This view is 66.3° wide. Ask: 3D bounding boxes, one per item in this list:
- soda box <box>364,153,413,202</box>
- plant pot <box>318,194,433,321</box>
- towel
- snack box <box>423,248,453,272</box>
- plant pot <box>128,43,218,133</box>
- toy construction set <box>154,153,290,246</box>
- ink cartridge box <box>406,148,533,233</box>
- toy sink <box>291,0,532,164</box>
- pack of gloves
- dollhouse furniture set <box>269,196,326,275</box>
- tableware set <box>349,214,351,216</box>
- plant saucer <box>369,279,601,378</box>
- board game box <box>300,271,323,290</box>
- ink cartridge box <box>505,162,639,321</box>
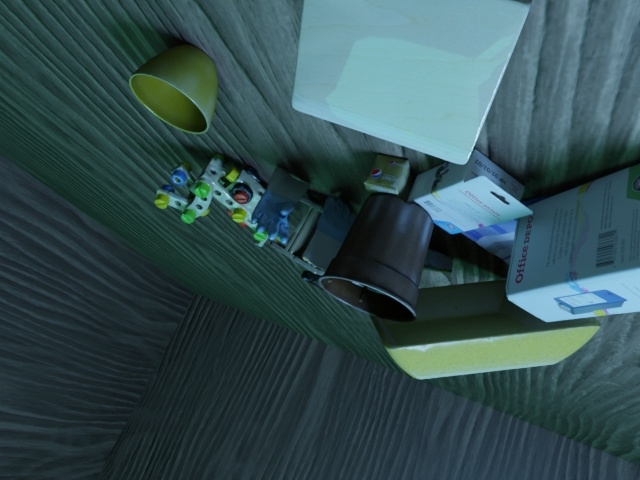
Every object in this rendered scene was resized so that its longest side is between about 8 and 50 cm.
[{"bbox_3d":[0.130,-0.073,0.866,0.058,0.061,0.181,16,160,24],"label":"soda box"},{"bbox_3d":[0.103,0.025,0.806,0.166,0.165,0.167,21,162,7],"label":"plant pot"},{"bbox_3d":[0.394,0.023,0.842,0.284,0.034,0.209,33,159,-22],"label":"towel"},{"bbox_3d":[0.204,0.041,1.077,0.141,0.037,0.100,3,168,45],"label":"snack box"},{"bbox_3d":[-0.215,-0.248,0.771,0.134,0.095,0.134,23,162,8],"label":"plant pot"},{"bbox_3d":[-0.193,-0.072,1.136,0.215,0.151,0.327,-27,139,36],"label":"toy construction set"},{"bbox_3d":[0.228,-0.073,0.744,0.104,0.062,0.181,31,161,-17],"label":"ink cartridge box"},{"bbox_3d":[0.095,-0.195,0.431,0.152,0.234,0.131,22,132,12],"label":"toy sink"},{"bbox_3d":[-0.019,-0.055,0.929,0.194,0.232,0.046,25,127,-7],"label":"pack of gloves"},{"bbox_3d":[0.000,0.000,1.111,0.128,0.130,0.183,31,-178,22],"label":"dollhouse furniture set"},{"bbox_3d":[0.096,-0.015,1.103,0.194,0.039,0.128,9,156,39],"label":"tableware set"},{"bbox_3d":[0.257,0.157,0.886,0.332,0.081,0.333,-6,-173,-1],"label":"plant saucer"},{"bbox_3d":[0.031,0.140,1.623,0.126,0.026,0.186,33,159,-25],"label":"board game box"},{"bbox_3d":[0.355,0.008,0.621,0.093,0.155,0.212,31,153,-19],"label":"ink cartridge box"}]
